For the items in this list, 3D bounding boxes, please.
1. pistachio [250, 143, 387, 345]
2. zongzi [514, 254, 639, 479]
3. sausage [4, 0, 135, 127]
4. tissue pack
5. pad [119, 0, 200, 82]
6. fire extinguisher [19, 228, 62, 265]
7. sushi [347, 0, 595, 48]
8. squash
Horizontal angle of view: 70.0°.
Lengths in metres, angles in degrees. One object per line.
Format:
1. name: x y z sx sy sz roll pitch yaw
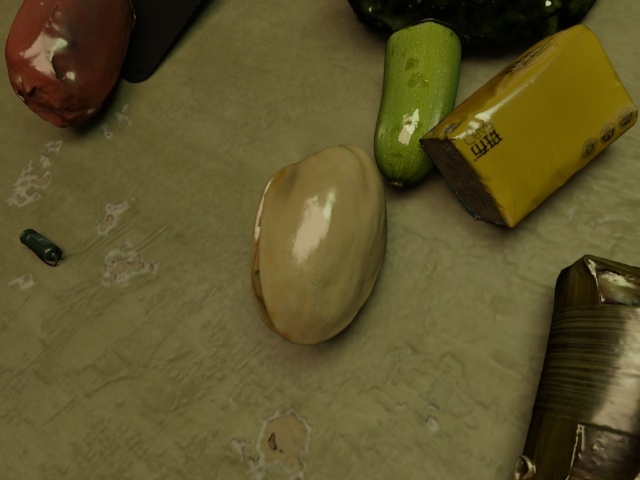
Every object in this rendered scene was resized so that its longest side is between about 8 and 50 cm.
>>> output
1. pistachio: 0.000 0.000 0.481 0.144 0.144 0.214 10 83 21
2. zongzi: 0.287 0.154 0.345 0.241 0.111 0.247 16 80 16
3. sausage: -0.382 -0.313 0.710 0.152 0.152 0.279 3 73 19
4. tissue pack: 0.206 -0.110 0.457 0.169 0.082 0.120 -39 105 -1
5. pad: -0.280 -0.473 0.818 0.315 0.063 0.375 40 96 25
6. fire extinguisher: -0.400 0.013 0.661 0.083 0.025 0.037 25 116 25
7. sushi: 0.176 -0.383 0.547 0.352 0.178 0.293 19 75 23
8. squash: 0.112 -0.149 0.530 0.095 0.095 0.187 4 74 19
